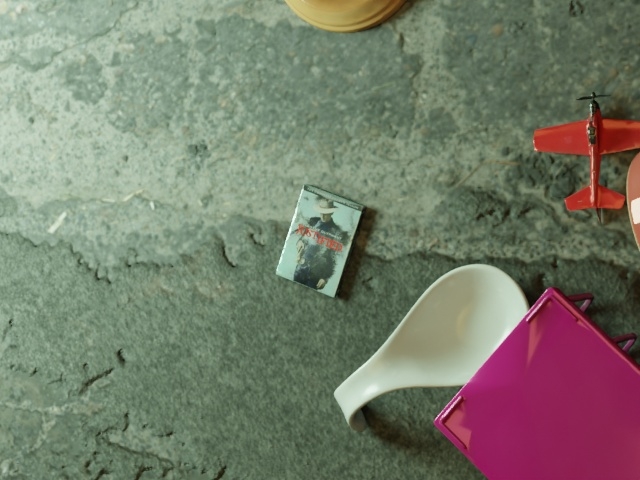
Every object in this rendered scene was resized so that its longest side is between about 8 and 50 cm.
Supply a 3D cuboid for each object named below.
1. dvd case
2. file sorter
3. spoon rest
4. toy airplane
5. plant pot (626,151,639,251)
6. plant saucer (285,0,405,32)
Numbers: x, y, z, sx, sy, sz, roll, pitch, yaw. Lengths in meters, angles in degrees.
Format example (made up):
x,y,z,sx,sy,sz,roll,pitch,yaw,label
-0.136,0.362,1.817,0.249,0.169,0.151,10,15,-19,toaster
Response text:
x,y,z,sx,sy,sz,roll,pitch,yaw,label
0.000,0.000,2.033,0.087,0.013,0.119,22,99,22,dvd case
0.317,0.217,1.802,0.291,0.182,0.202,45,109,18,file sorter
0.125,0.135,1.938,0.276,0.084,0.137,-37,69,22,spoon rest
0.310,-0.093,1.883,0.151,0.028,0.151,0,91,23,toy airplane
0.466,-0.044,1.699,0.243,0.275,0.275,-21,82,34,plant pot
0.027,-0.352,2.001,0.200,0.037,0.200,0,90,25,plant saucer
